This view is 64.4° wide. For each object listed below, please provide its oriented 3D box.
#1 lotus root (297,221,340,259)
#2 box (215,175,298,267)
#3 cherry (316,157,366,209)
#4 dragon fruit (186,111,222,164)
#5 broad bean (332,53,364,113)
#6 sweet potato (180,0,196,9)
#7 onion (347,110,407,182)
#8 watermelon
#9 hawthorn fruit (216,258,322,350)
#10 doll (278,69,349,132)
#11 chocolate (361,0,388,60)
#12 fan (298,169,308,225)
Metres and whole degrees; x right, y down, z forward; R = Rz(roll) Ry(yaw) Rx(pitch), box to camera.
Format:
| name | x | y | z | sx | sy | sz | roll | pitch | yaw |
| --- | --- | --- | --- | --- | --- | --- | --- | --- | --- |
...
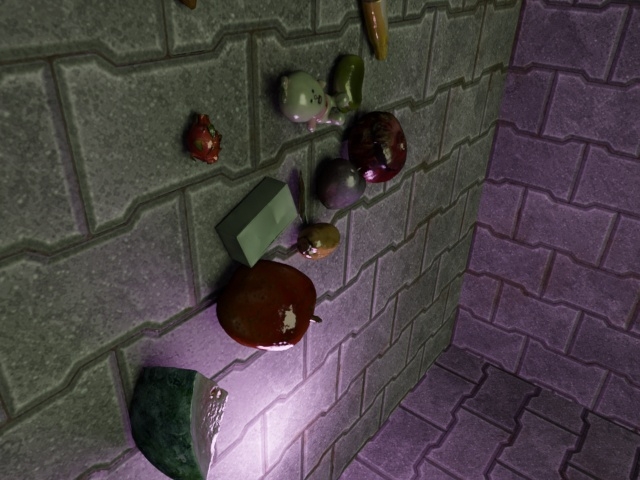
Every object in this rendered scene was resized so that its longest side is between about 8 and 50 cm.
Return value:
| name | x | y | z | sx | sy | sz | roll | pitch | yaw |
| --- | --- | --- | --- | --- | --- | --- | --- | --- | --- |
| lotus root | 0.000 | 0.000 | 1.707 | 0.221 | 0.125 | 0.118 | -16 | 82 | -58 |
| box | -0.174 | -0.056 | 1.432 | 0.225 | 0.086 | 0.129 | -50 | 144 | -27 |
| cherry | 0.066 | -0.183 | 1.673 | 0.176 | 0.140 | 0.176 | -23 | 142 | -19 |
| dragon fruit | -0.269 | -0.237 | 1.178 | 0.081 | 0.086 | 0.116 | -5 | 111 | -14 |
| broad bean | 0.083 | -0.483 | 1.570 | 0.124 | 0.082 | 0.175 | -21 | 117 | -51 |
| sweet potato | -0.285 | -0.555 | 0.975 | 0.065 | 0.051 | 0.218 | -42 | 140 | -30 |
| onion | 0.204 | -0.321 | 1.745 | 0.246 | 0.190 | 0.246 | -3 | 94 | -54 |
| watermelon | -0.357 | 0.483 | 1.391 | 0.258 | 0.228 | 0.387 | -29 | 124 | -58 |
| hawthorn fruit | -0.138 | 0.193 | 1.474 | 0.275 | 0.299 | 0.275 | 16 | 90 | -83 |
| doll | -0.038 | -0.387 | 1.417 | 0.275 | 0.113 | 0.155 | 1 | 99 | -50 |
| chocolate | 0.176 | -0.670 | 1.597 | 0.086 | 0.085 | 0.219 | -52 | 150 | -24 |
| fan | -0.054 | -0.109 | 1.605 | 0.227 | 0.008 | 0.153 | 79 | 11 | -64 |
